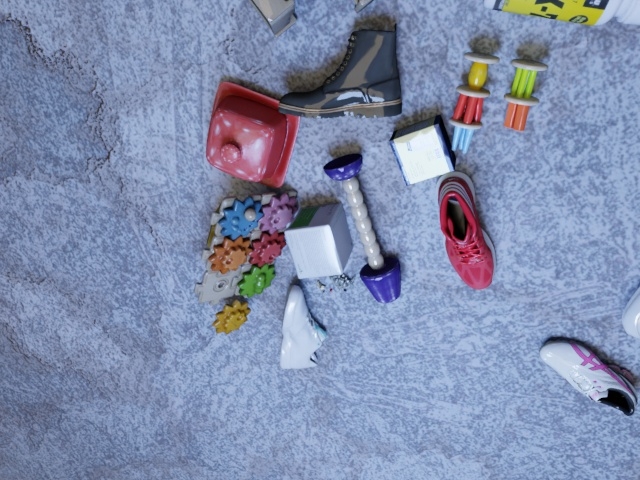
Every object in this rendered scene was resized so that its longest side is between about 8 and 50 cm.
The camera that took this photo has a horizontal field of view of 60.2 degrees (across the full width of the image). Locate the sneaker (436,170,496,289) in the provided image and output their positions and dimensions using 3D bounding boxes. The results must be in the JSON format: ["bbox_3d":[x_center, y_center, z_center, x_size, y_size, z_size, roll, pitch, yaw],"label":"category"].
[{"bbox_3d":[0.233,0.007,0.914,0.087,0.128,0.221,-16,110,25],"label":"sneaker"}]

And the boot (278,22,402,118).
[{"bbox_3d":[0.029,-0.267,0.873,0.197,0.077,0.137,-2,113,3],"label":"boot"}]

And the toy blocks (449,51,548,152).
[{"bbox_3d":[0.263,-0.200,0.839,0.123,0.054,0.148,13,120,11],"label":"toy blocks"}]

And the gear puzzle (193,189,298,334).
[{"bbox_3d":[-0.146,0.061,1.043,0.044,0.175,0.339,45,129,35],"label":"gear puzzle"}]

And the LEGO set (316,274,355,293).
[{"bbox_3d":[0.030,0.086,1.080,0.054,0.023,0.083,46,120,-10],"label":"LEGO set"}]

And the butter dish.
[{"bbox_3d":[-0.134,-0.165,0.942,0.159,0.118,0.160,22,122,5],"label":"butter dish"}]

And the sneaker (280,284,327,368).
[{"bbox_3d":[-0.032,0.179,1.129,0.094,0.080,0.212,5,126,1],"label":"sneaker"}]

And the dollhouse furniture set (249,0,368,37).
[{"bbox_3d":[-0.005,-0.418,0.785,0.242,0.161,0.212,-37,103,7],"label":"dollhouse furniture set"}]

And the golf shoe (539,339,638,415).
[{"bbox_3d":[0.483,0.243,0.989,0.186,0.086,0.068,27,123,4],"label":"golf shoe"}]

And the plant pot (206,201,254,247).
[{"bbox_3d":[-0.174,-0.015,1.054,0.081,0.083,0.082,24,122,4],"label":"plant pot"}]

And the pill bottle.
[{"bbox_3d":[0.326,-0.344,0.706,0.208,0.119,0.119,13,120,10],"label":"pill bottle"}]

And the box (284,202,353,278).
[{"bbox_3d":[0.000,0.000,0.998,0.087,0.101,0.102,-6,115,19],"label":"box"}]

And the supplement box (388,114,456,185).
[{"bbox_3d":[0.167,-0.146,0.896,0.083,0.056,0.083,-16,111,24],"label":"supplement box"}]

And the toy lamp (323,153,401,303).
[{"bbox_3d":[0.083,-0.014,0.980,0.080,0.080,0.275,-12,114,22],"label":"toy lamp"}]

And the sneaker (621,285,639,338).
[{"bbox_3d":[0.617,0.092,0.829,0.305,0.152,0.114,-27,109,29],"label":"sneaker"}]
